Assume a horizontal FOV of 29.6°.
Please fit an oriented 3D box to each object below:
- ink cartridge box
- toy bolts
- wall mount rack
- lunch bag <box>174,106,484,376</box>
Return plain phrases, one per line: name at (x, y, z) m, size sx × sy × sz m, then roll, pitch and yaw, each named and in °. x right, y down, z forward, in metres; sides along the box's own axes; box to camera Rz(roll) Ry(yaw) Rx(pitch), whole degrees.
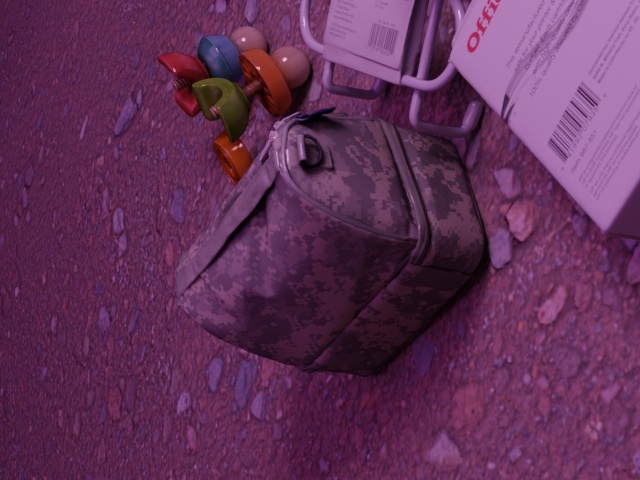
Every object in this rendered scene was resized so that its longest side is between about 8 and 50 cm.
ink cartridge box at (0.275, -0.174, 1.094) m, size 0.223 × 0.129 × 0.307 m, roll -63°, pitch 36°, yaw 28°
toy bolts at (-0.106, -0.211, 1.758) m, size 0.228 × 0.158 × 0.218 m, roll 46°, pitch 162°, yaw 41°
wall mount rack at (0.117, -0.291, 1.389) m, size 0.350 × 0.130 × 0.304 m, roll 33°, pitch 114°, yaw 55°
lunch bag at (0.000, 0.000, 1.374) m, size 0.305 × 0.256 × 0.213 m, roll -48°, pitch 46°, yaw 42°
